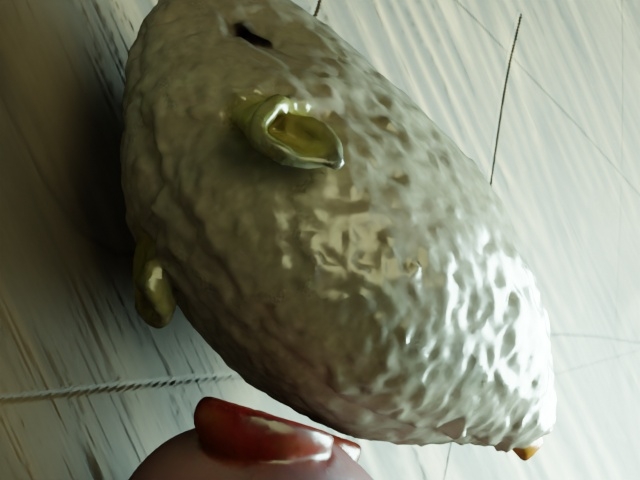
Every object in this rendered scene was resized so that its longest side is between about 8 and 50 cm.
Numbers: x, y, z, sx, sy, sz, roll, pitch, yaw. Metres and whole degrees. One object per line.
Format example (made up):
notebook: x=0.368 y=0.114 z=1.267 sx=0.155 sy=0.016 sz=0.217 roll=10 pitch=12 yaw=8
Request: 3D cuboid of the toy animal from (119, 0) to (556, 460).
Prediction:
toy animal: x=0.005 y=0.005 z=1.138 sx=0.358 sy=0.188 sz=0.226 roll=44 pitch=28 yaw=-2

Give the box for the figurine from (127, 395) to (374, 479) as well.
figurine: x=-0.039 y=0.180 z=1.067 sx=0.173 sy=0.173 sz=0.173 roll=17 pitch=64 yaw=-38
